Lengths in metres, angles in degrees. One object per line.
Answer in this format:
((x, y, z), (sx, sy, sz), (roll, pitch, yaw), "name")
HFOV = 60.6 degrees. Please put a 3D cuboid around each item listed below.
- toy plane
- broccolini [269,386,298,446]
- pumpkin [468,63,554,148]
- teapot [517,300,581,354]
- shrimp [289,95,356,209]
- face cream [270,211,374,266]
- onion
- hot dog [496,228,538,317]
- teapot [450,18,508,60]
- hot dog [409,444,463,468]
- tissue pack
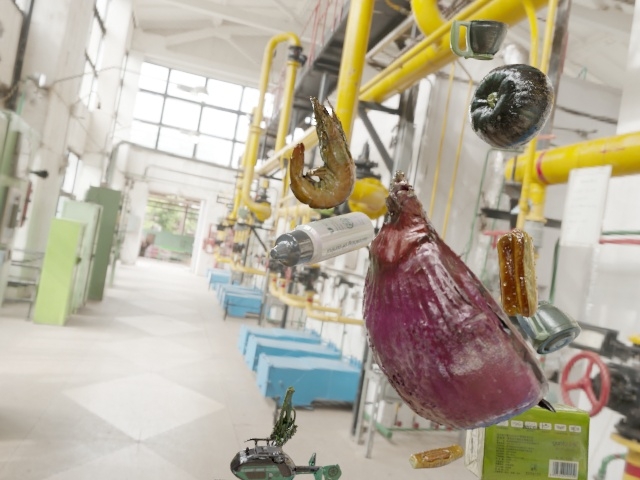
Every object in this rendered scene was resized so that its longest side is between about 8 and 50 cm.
((-0.118, 0.683, 1.631), (0.382, 0.155, 0.106), (6, 9, -15), "toy plane")
((-0.080, 0.444, 1.377), (0.058, 0.201, 0.074), (27, 40, 12), "broccolini")
((0.511, -0.359, 1.470), (0.163, 0.232, 0.233), (9, -2, -29), "pumpkin")
((0.503, 0.196, 1.250), (0.149, 0.108, 0.111), (-11, -40, -18), "teapot")
((0.001, -0.176, 1.146), (0.150, 0.248, 0.068), (-15, 25, -19), "shrimp")
((0.000, 0.000, 1.194), (0.092, 0.092, 0.311), (8, 14, 37), "face cream")
((0.123, 0.096, 0.712), (0.159, 0.348, 0.267), (-34, 8, -6), "onion")
((0.363, 0.059, 1.011), (0.045, 0.164, 0.071), (1, -6, -32), "hot dog")
((0.368, -0.466, 1.279), (0.124, 0.090, 0.092), (12, 15, 17), "teapot")
((0.268, 0.493, 1.245), (0.137, 0.028, 0.044), (-1, 45, -22), "hot dog")
((0.542, 0.531, 1.457), (0.275, 0.200, 0.167), (6, -9, -1), "tissue pack")
